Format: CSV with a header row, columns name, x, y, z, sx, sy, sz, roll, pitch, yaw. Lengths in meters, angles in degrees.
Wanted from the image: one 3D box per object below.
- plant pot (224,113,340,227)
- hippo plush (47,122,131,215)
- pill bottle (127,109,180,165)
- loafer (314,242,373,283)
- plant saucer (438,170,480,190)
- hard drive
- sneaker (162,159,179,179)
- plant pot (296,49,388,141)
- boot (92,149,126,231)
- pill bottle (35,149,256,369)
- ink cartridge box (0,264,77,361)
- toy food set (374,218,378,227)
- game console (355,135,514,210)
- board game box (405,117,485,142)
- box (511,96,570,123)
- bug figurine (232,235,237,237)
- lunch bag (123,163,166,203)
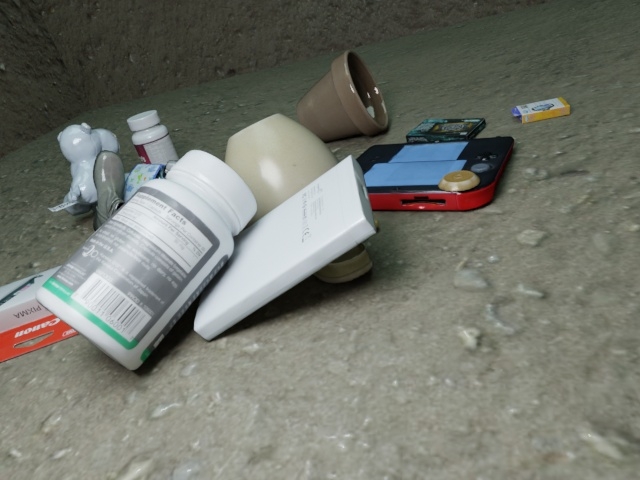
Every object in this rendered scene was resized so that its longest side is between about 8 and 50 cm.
name,x,y,z,sx,sy,sz,roll,pitch,yaw
plant pot,-0.110,-0.175,1.131,0.284,0.191,0.284,-27,11,6
hippo plush,-0.706,-0.215,1.470,0.234,0.237,0.294,-17,2,31
pill bottle,-0.553,-0.312,1.647,0.121,0.221,0.121,-12,29,7
loafer,0.000,0.000,0.960,0.101,0.092,0.268,-30,31,-21
plant saucer,0.280,-0.124,0.997,0.083,0.015,0.083,-12,27,6
hard drive,-0.068,0.007,0.879,0.353,0.047,0.233,-33,29,18
sneaker,-0.349,-0.172,1.321,0.132,0.086,0.229,8,-10,4
plant pot,0.053,-0.422,1.539,0.229,0.263,0.263,-21,25,27
boot,-0.541,-0.108,1.301,0.083,0.247,0.161,-2,14,-38
pill bottle,-0.285,0.023,0.866,0.204,0.204,0.361,13,56,41
ink cartridge box,-0.609,0.146,1.053,0.274,0.060,0.239,-20,28,-7
toy food set,0.076,-0.026,1.041,0.082,0.020,0.083,-30,32,-24
game console,0.238,-0.172,1.175,0.386,0.060,0.342,3,35,30
board game box,0.352,-0.310,1.387,0.186,0.026,0.126,10,38,39
box,0.596,-0.354,1.341,0.136,0.028,0.081,-10,30,15
bug figurine,-0.299,0.013,1.110,0.216,0.072,0.279,-30,33,-20
lunch bag,-0.489,-0.142,1.390,0.128,0.152,0.096,7,-1,36
